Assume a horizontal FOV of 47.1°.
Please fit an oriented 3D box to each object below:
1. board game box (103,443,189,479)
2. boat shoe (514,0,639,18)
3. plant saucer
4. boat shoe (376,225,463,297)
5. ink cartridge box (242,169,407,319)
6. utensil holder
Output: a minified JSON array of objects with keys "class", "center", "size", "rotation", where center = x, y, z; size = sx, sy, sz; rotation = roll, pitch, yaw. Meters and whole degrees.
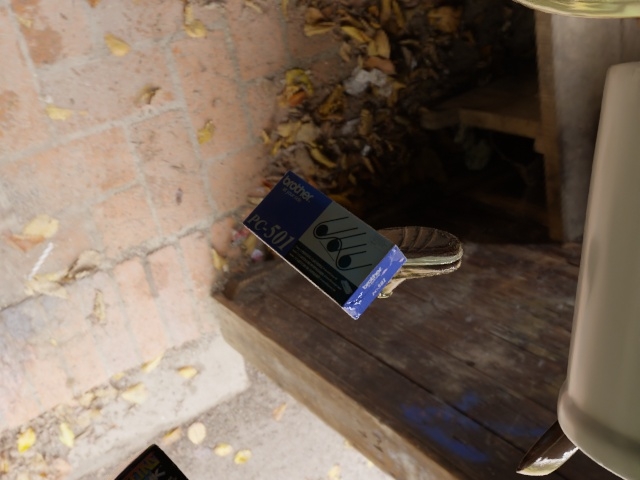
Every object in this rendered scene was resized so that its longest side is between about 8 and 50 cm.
[{"class":"board game box","center":[-0.132,0.255,0.650],"size":[0.141,0.170,0.048],"rotation":[47,60,0]},{"class":"boat shoe","center":[0.133,-0.212,0.441],"size":[0.109,0.302,0.098],"rotation":[-57,147,-23]},{"class":"plant saucer","center":[0.396,0.312,1.178],"size":[0.198,0.036,0.198],"rotation":[-42,164,-16]},{"class":"boat shoe","center":[0.101,0.036,1.100],"size":[0.095,0.258,0.095],"rotation":[-34,117,-42]},{"class":"ink cartridge box","center":[0.000,0.000,0.921],"size":[0.097,0.207,0.046],"rotation":[-49,142,-4]},{"class":"utensil holder","center":[0.421,0.025,0.731],"size":[0.328,0.328,0.385],"rotation":[-5,102,-33]}]
